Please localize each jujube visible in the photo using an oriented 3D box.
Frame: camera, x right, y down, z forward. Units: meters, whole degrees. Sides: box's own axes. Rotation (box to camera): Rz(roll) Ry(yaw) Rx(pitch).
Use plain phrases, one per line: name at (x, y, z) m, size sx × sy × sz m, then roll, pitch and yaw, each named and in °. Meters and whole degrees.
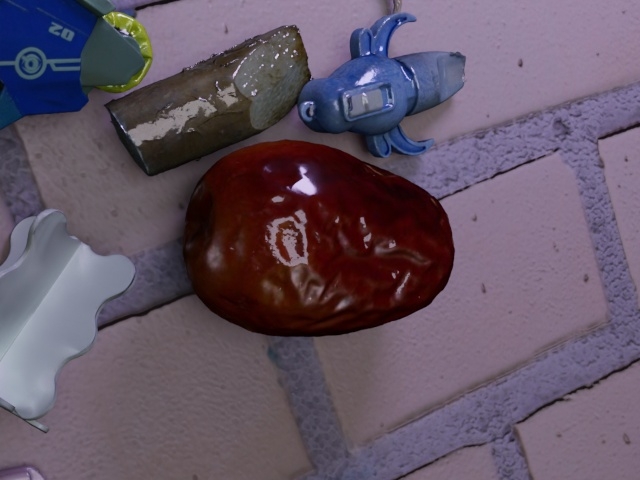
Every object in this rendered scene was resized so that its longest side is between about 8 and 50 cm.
jujube at (0.000, 0.000, 1.105) m, size 0.318 × 0.223 × 0.223 m, roll 6°, pitch 90°, yaw -27°

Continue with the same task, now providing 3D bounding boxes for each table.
table at (-0.303, 0.076, 1.008) m, size 0.166 × 0.166 × 0.198 m, roll 37°, pitch 71°, yaw -21°

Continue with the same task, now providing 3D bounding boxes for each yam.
yam at (-0.113, -0.162, 1.103) m, size 0.259 × 0.106 × 0.106 m, roll -27°, pitch 103°, yaw -18°

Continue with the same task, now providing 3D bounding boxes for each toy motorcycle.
toy motorcycle at (-0.333, -0.229, 0.970) m, size 0.326 × 0.191 × 0.200 m, roll 43°, pitch 80°, yaw -34°

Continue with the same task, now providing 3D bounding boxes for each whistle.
whistle at (0.080, -0.187, 1.188) m, size 0.269 × 0.093 × 0.180 m, roll -20°, pitch 107°, yaw -37°

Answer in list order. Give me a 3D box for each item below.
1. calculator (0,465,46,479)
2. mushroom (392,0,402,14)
calculator at (-0.379, 0.307, 1.045) m, size 0.175 × 0.032 × 0.100 m, roll -6°, pitch 95°, yaw -23°
mushroom at (0.112, -0.417, 1.221) m, size 0.068 × 0.043 × 0.306 m, roll 20°, pitch 86°, yaw 1°
